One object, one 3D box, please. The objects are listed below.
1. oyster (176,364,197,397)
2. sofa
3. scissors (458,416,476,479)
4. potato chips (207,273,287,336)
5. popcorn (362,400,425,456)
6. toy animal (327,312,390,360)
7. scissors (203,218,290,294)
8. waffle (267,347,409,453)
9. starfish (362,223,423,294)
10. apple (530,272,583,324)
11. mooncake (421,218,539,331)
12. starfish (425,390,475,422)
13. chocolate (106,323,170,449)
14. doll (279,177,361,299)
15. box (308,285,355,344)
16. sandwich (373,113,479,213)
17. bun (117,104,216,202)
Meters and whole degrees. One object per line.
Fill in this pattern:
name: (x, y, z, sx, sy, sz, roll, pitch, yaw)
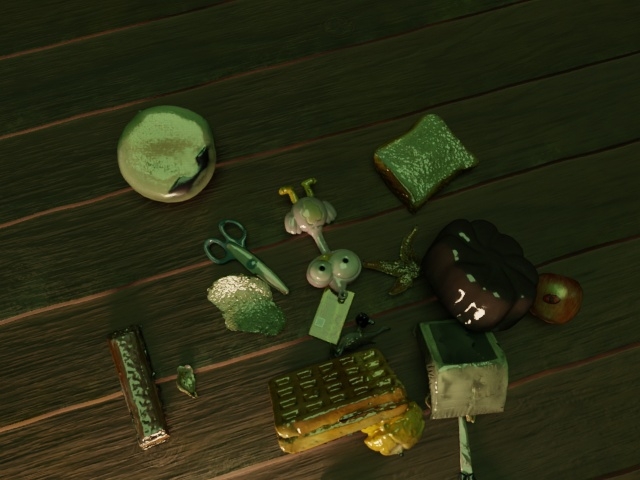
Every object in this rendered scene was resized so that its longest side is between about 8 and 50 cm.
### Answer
oyster: (-0.363, 0.383, 1.392, 0.051, 0.034, 0.093, -5, 62, -18)
sofa: (0.365, 0.327, 1.362, 0.210, 0.225, 0.176, -6, 118, -3)
scissors: (0.379, 0.591, 1.344, 0.109, 0.022, 0.300, -2, 72, 2)
potato chips: (-0.203, 0.186, 1.434, 0.167, 0.059, 0.228, -38, 83, -3)
popcorn: (0.180, 0.469, 1.315, 0.167, 0.149, 0.152, -3, 43, -18)
toy animal: (0.091, 0.273, 1.408, 0.202, 0.070, 0.105, -40, 109, -10)
scissors: (-0.200, 0.061, 1.475, 0.289, 0.041, 0.138, 38, 89, 8)
waffle: (0.039, 0.391, 1.298, 0.327, 0.224, 0.098, -18, 112, -4)
starfish: (0.251, 0.053, 1.481, 0.247, 0.050, 0.138, -33, 79, -20)
apple: (0.633, 0.159, 1.403, 0.146, 0.146, 0.131, 15, 87, 4)
mooncake: (0.425, 0.086, 1.362, 0.305, 0.154, 0.306, 12, 46, -13)
starfish: (0.383, 0.406, 1.373, 0.209, 0.053, 0.150, -10, 67, 1)
chocolate: (-0.490, 0.383, 1.374, 0.102, 0.065, 0.329, -22, 74, -5)
doll: (0.000, 0.001, 1.464, 0.160, 0.094, 0.365, -18, 72, -20)
box: (0.031, 0.206, 1.448, 0.089, 0.022, 0.156, 18, 75, 6)
sandwich: (0.307, -0.239, 1.540, 0.251, 0.087, 0.226, -36, 77, -10)
bun: (-0.438, -0.248, 1.502, 0.283, 0.179, 0.284, -1, 95, -7)
